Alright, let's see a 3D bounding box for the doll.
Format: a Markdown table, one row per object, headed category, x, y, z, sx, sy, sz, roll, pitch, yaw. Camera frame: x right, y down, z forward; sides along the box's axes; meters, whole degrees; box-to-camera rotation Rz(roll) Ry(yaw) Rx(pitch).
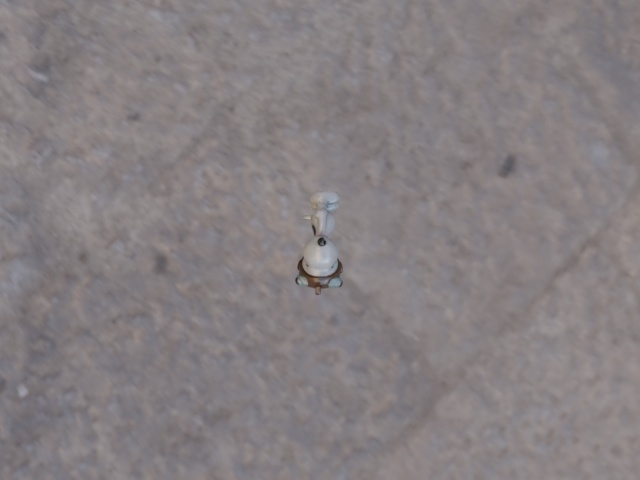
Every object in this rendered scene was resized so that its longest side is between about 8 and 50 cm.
| category | x | y | z | sx | sy | sz | roll | pitch | yaw |
| --- | --- | --- | --- | --- | --- | --- | --- | --- | --- |
| doll | -0.001 | 0.002 | 1.338 | 0.040 | 0.085 | 0.058 | 3 | 129 | -4 |
